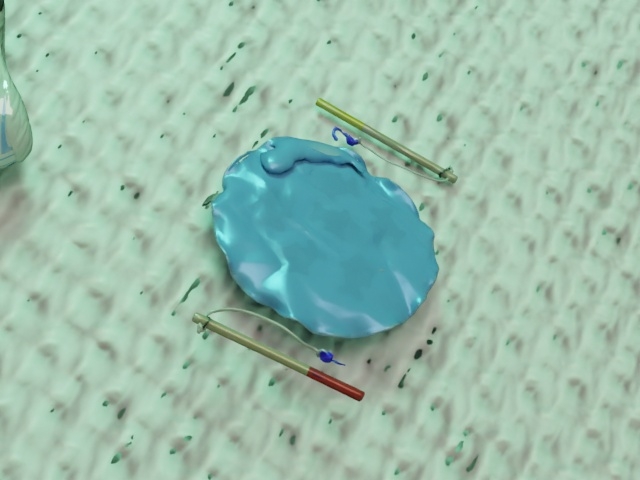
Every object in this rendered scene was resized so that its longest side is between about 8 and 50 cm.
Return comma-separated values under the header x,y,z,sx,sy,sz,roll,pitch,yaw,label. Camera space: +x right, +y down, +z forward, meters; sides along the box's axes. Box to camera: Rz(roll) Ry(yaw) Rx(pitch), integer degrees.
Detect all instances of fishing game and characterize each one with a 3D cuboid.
x,y,z,sx,sy,sz,roll,pitch,yaw,label
0.000,0.000,1.005,0.189,0.041,0.264,26,50,-4,fishing game

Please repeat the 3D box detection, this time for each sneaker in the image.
x,y,z,sx,sy,sz,roll,pitch,yaw,label
-0.274,-0.156,0.972,0.086,0.085,0.237,-9,62,-14,sneaker
